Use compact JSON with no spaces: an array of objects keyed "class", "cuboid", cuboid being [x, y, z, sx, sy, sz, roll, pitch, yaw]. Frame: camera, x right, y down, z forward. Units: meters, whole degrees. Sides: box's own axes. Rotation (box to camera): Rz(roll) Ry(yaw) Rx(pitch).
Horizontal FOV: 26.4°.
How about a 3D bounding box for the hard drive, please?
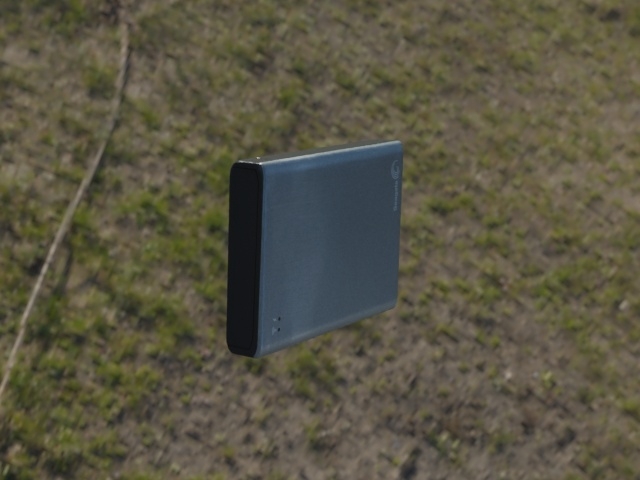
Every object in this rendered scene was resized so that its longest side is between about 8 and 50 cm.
[{"class":"hard drive","cuboid":[0.000,0.000,0.698,0.022,0.094,0.135,8,12,31]}]
